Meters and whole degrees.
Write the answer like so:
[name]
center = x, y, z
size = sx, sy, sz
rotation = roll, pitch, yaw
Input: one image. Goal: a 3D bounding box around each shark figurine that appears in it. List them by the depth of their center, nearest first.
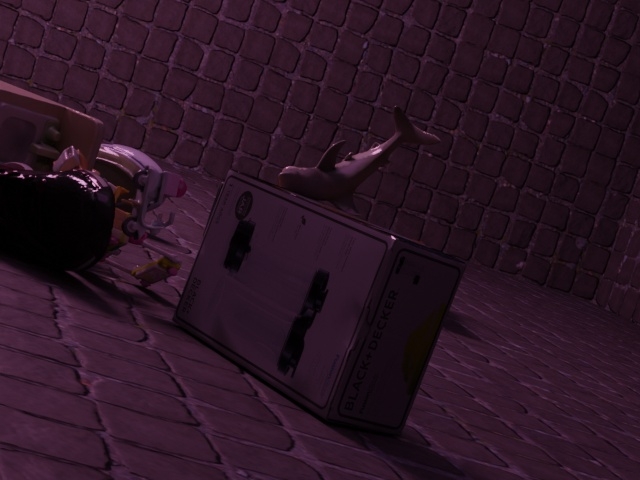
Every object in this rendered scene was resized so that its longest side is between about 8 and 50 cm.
[shark figurine]
center = 0.062, -0.104, 2.473
size = 0.116, 0.278, 0.166
rotation = 59, -16, 22

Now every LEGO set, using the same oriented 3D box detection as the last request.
[LEGO set]
center = -0.225, -0.019, 1.617
size = 0.107, 0.132, 0.287
rotation = 27, -6, -29

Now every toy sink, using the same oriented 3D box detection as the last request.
[toy sink]
center = -0.408, -0.118, 1.803
size = 0.234, 0.153, 0.131
rotation = 24, 6, 36

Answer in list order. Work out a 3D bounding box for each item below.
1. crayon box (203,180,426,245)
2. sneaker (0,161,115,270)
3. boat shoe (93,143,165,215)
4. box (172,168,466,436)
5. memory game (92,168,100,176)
[crayon box]
center = 0.000, 0.000, 2.398
size = 0.362, 0.106, 0.313
rotation = 19, 4, -3
[sneaker]
center = -0.340, -0.034, 1.511
size = 0.162, 0.106, 0.281
rotation = 8, 1, -38
[boat shoe]
center = -0.369, -0.094, 2.157
size = 0.302, 0.109, 0.094
rotation = 12, 17, 27
[box]
center = -0.010, 0.051, 1.347
size = 0.087, 0.169, 0.290
rotation = 19, 2, -36
[memory game]
center = -0.398, -0.094, 2.033
size = 0.186, 0.012, 0.186
rotation = 8, 25, -4
